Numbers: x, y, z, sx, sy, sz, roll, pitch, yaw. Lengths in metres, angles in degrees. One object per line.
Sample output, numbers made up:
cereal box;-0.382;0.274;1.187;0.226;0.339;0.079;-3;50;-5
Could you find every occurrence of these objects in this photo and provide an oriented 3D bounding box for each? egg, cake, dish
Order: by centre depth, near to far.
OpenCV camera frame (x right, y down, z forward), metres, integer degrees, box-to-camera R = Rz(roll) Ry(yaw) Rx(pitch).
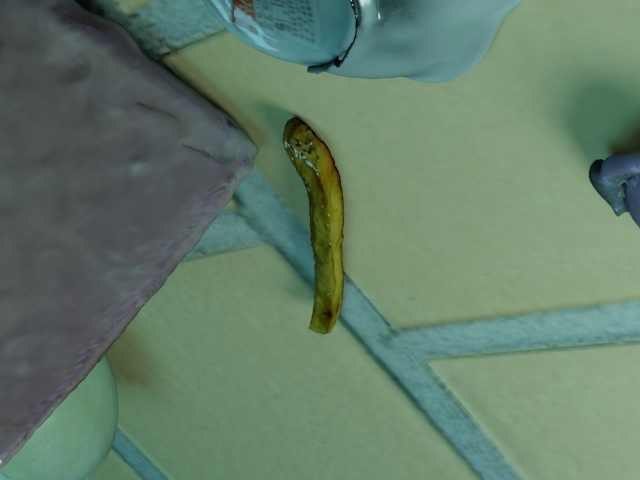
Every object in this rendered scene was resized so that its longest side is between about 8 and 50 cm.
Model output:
dish;-0.010;-0.147;0.750;0.229;0.081;0.229;27;149;18
cake;-0.231;0.005;0.977;0.230;0.309;0.237;41;153;-3
egg;-0.273;0.119;1.295;0.183;0.183;0.217;5;135;42

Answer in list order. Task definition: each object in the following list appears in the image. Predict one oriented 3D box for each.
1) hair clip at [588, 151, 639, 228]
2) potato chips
hair clip;0.287;0.043;0.724;0.359;0.110;0.095;23;107;30
potato chips;0.000;0.000;1.001;0.037;0.026;0.204;26;149;24
